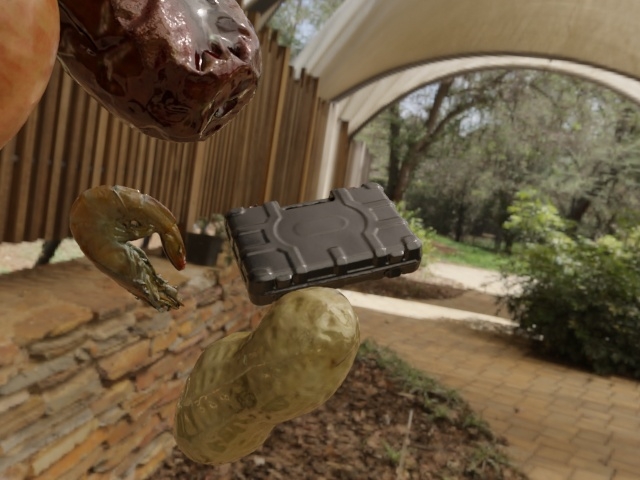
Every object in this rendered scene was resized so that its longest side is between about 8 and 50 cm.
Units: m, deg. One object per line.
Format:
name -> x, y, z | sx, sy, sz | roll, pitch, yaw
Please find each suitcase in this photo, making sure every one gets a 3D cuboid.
suitcase -> 0.000, 0.000, 1.121 | 0.286, 0.066, 0.206 | -12, 40, -15

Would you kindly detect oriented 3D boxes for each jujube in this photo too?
jujube -> -0.268, -0.328, 1.054 | 0.377, 0.276, 0.276 | 42, 13, 11

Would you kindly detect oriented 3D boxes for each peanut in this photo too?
peanut -> -0.059, 0.140, 0.722 | 0.111, 0.274, 0.125 | 25, 38, -37

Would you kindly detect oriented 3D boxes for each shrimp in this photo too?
shrimp -> -0.249, 0.014, 0.970 | 0.133, 0.236, 0.053 | -34, 31, 0

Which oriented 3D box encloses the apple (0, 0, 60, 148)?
apple -> -0.507, -0.274, 0.789 | 0.392, 0.391, 0.346 | 9, 0, 7
